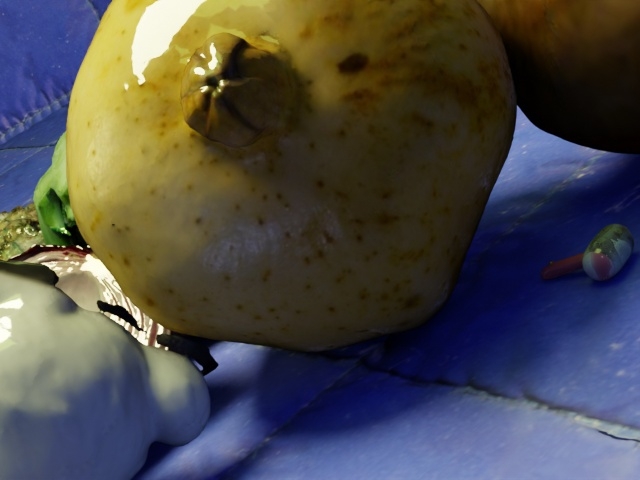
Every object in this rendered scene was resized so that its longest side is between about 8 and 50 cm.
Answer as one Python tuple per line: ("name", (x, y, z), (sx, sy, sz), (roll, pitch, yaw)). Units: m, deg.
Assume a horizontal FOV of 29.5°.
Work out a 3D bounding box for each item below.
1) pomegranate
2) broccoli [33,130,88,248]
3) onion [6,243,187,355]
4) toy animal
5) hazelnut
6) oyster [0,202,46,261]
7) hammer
("pomegranate", (-0.031, -0.090, 0.993), (0.410, 0.410, 0.410), (-25, 18, 9))
("broccoli", (-0.173, -0.019, 1.273), (0.295, 0.245, 0.265), (-61, 27, -8))
("onion", (-0.251, 0.145, 1.104), (0.227, 0.120, 0.283), (24, 65, 31))
("toy animal", (-0.243, 0.202, 0.877), (0.257, 0.194, 0.357), (5, 54, 15))
("hazelnut", (0.302, -0.237, 1.052), (0.365, 0.366, 0.366), (-25, 18, 9))
("oyster", (-0.490, 0.008, 1.920), (0.198, 0.092, 0.259), (-44, 26, -29))
("hammer", (0.208, 0.017, 0.968), (0.083, 0.031, 0.052), (-25, 12, 47))
